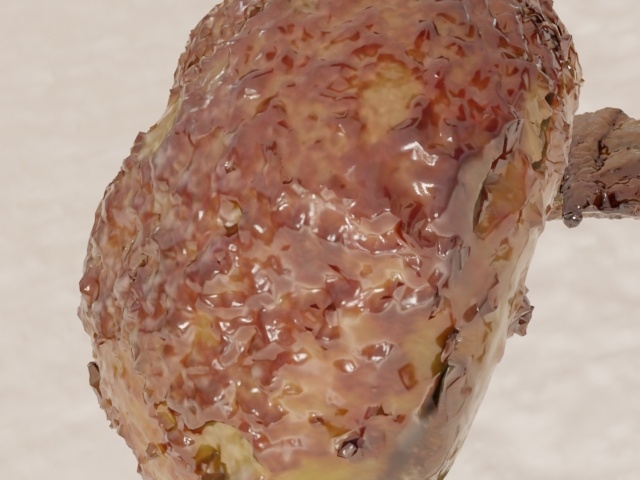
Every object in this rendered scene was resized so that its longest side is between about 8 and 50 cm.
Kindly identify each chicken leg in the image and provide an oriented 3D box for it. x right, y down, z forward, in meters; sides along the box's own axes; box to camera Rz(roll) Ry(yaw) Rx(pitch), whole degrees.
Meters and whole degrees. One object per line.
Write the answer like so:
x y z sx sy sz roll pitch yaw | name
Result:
0.217 -0.049 1.635 0.322 0.083 0.177 4 26 45 | chicken leg

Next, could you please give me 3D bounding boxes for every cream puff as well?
0.000 0.000 0.717 0.164 0.240 0.240 15 20 -7 | cream puff
